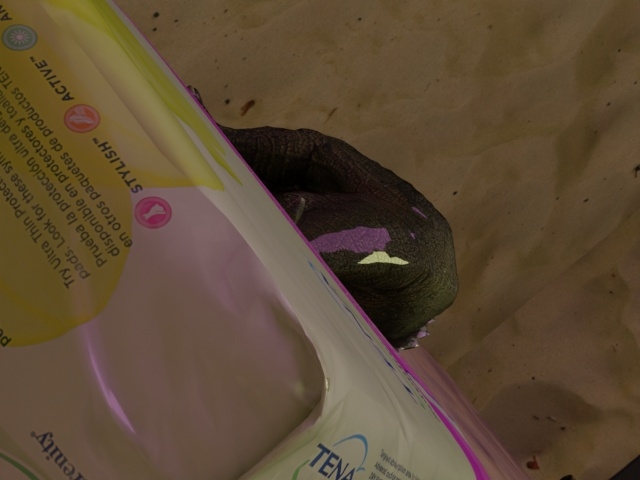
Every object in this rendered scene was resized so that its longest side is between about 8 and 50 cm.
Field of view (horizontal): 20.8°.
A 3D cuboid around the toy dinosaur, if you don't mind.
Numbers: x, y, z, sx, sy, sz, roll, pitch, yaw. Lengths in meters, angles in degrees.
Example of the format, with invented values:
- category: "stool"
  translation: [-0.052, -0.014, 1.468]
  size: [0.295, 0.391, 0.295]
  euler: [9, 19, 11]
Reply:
- category: "toy dinosaur"
  translation: [0.000, 0.000, 0.771]
  size: [0.160, 0.121, 0.313]
  euler: [21, -19, -5]

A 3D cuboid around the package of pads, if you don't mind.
- category: "package of pads"
  translation: [-0.079, -0.013, 0.512]
  size: [0.296, 0.101, 0.229]
  euler: [51, 2, 24]

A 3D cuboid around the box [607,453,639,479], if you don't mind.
- category: "box"
  translation: [0.220, 0.256, 1.058]
  size: [0.143, 0.165, 0.270]
  euler: [52, 3, 34]

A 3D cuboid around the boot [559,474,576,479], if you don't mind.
- category: "boot"
  translation: [0.140, 0.217, 0.886]
  size: [0.219, 0.106, 0.082]
  euler: [52, 3, 40]
